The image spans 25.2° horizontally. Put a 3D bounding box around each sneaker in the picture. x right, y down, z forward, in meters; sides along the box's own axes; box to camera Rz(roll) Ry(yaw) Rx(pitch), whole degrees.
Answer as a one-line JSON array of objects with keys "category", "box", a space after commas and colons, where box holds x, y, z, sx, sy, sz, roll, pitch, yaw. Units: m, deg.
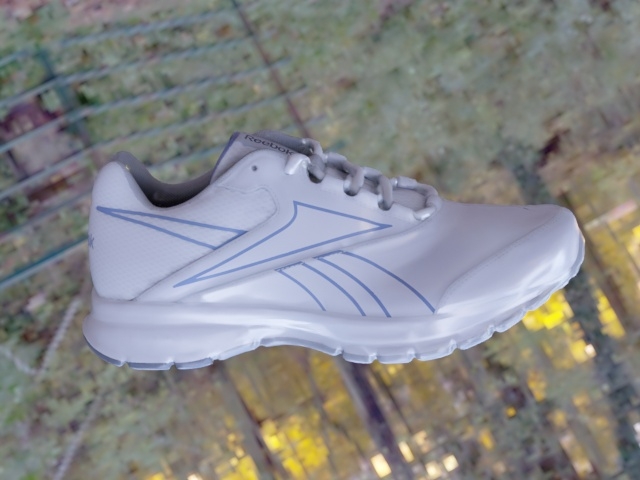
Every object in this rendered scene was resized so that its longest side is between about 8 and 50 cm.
[{"category": "sneaker", "box": [0.000, 0.000, 0.818, 0.297, 0.129, 0.111, -4, -166, 7]}]
